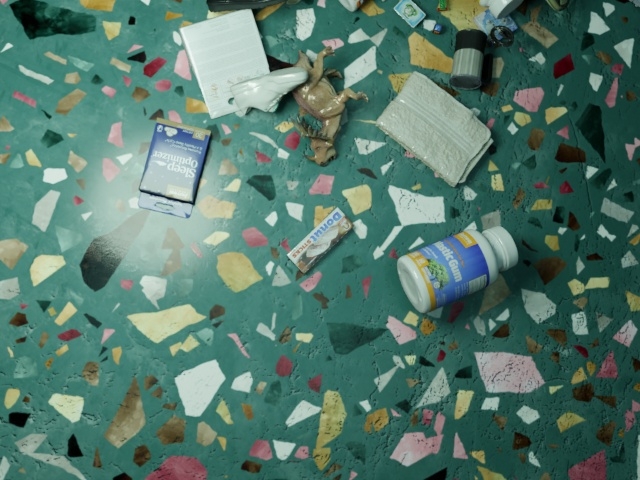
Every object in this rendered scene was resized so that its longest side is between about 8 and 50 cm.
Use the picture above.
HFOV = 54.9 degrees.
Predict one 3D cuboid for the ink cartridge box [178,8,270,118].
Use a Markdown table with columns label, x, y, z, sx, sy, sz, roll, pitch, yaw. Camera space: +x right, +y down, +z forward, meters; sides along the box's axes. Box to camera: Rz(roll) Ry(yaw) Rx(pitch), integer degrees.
| label | x | y | z | sx | sy | sz | roll | pitch | yaw |
| --- | --- | --- | --- | --- | --- | --- | --- | --- | --- |
| ink cartridge box | -0.233 | -0.449 | 1.568 | 0.189 | 0.066 | 0.232 | -20 | 108 | -9 |

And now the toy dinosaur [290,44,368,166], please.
| label | x | y | z | sx | sy | sz | roll | pitch | yaw |
| --- | --- | --- | --- | --- | --- | --- | --- | --- | --- |
| toy dinosaur | -0.015 | -0.355 | 1.544 | 0.200 | 0.127 | 0.296 | -33 | 83 | -3 |

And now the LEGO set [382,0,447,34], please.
| label | x | y | z | sx | sy | sz | roll | pitch | yaw |
| --- | --- | --- | --- | --- | --- | --- | --- | --- | --- |
| LEGO set | 0.266 | -0.672 | 1.661 | 0.244 | 0.060 | 0.182 | 45 | 91 | 1 |

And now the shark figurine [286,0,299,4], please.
| label | x | y | z | sx | sy | sz | roll | pitch | yaw |
| --- | --- | --- | --- | --- | --- | --- | --- | --- | --- |
| shark figurine | -0.081 | -0.732 | 1.570 | 0.166 | 0.116 | 0.278 | -36 | 134 | 22 |

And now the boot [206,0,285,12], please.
| label | x | y | z | sx | sy | sz | roll | pitch | yaw |
| --- | --- | --- | --- | --- | --- | --- | --- | --- | --- |
| boot | -0.191 | -0.669 | 1.475 | 0.246 | 0.207 | 0.094 | -2 | 44 | 14 |

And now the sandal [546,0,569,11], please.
| label | x | y | z | sx | sy | sz | roll | pitch | yaw |
| --- | --- | --- | --- | --- | --- | --- | --- | --- | --- |
| sandal | 0.554 | -0.722 | 1.676 | 0.120 | 0.086 | 0.303 | -30 | 70 | -35 |

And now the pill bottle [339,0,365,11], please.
| label | x | y | z | sx | sy | sz | roll | pitch | yaw |
| --- | --- | --- | --- | --- | --- | --- | --- | --- | --- |
| pill bottle | 0.114 | -0.676 | 1.599 | 0.152 | 0.086 | 0.086 | -42 | 90 | -1 |

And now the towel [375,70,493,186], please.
| label | x | y | z | sx | sy | sz | roll | pitch | yaw |
| --- | --- | --- | --- | --- | --- | --- | --- | --- | --- |
| towel | 0.302 | -0.289 | 1.610 | 0.282 | 0.049 | 0.187 | 37 | 80 | -2 |

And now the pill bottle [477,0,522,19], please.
| label | x | y | z | sx | sy | sz | roll | pitch | yaw |
| --- | --- | --- | --- | --- | --- | --- | --- | --- | --- |
| pill bottle | 0.443 | -0.698 | 1.627 | 0.119 | 0.119 | 0.208 | -34 | 83 | -10 |

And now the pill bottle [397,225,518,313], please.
| label | x | y | z | sx | sy | sz | roll | pitch | yaw |
| --- | --- | --- | --- | --- | --- | --- | --- | --- | --- |
| pill bottle | 0.341 | 0.062 | 1.524 | 0.272 | 0.152 | 0.152 | -23 | 87 | -9 |

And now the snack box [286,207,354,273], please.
| label | x | y | z | sx | sy | sz | roll | pitch | yaw |
| --- | --- | --- | --- | --- | --- | --- | --- | --- | --- |
| snack box | 0.000 | 0.000 | 1.552 | 0.178 | 0.022 | 0.064 | -44 | 89 | -9 |

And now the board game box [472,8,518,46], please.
| label | x | y | z | sx | sy | sz | roll | pitch | yaw |
| --- | --- | --- | --- | --- | --- | --- | --- | --- | --- |
| board game box | 0.477 | -0.590 | 1.680 | 0.090 | 0.020 | 0.090 | -34 | 88 | -10 |

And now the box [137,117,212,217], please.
| label | x | y | z | sx | sy | sz | roll | pitch | yaw |
| --- | --- | --- | --- | --- | --- | --- | --- | --- | --- |
| box | -0.361 | -0.178 | 1.519 | 0.136 | 0.036 | 0.225 | 13 | 84 | -6 |

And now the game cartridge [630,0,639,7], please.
| label | x | y | z | sx | sy | sz | roll | pitch | yaw |
| --- | --- | --- | --- | --- | --- | --- | --- | --- | --- |
| game cartridge | 0.876 | -0.819 | 1.742 | 0.294 | 0.060 | 0.196 | 44 | 76 | -1 |

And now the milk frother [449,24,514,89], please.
| label | x | y | z | sx | sy | sz | roll | pitch | yaw |
| --- | --- | --- | --- | --- | --- | --- | --- | --- | --- |
| milk frother | 0.418 | -0.476 | 1.597 | 0.129 | 0.143 | 0.135 | 12 | 80 | -13 |

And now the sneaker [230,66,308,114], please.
| label | x | y | z | sx | sy | sz | roll | pitch | yaw |
| --- | --- | --- | --- | --- | --- | --- | --- | --- | --- |
| sneaker | -0.116 | -0.363 | 1.514 | 0.212 | 0.080 | 0.094 | -7 | 114 | 29 |
